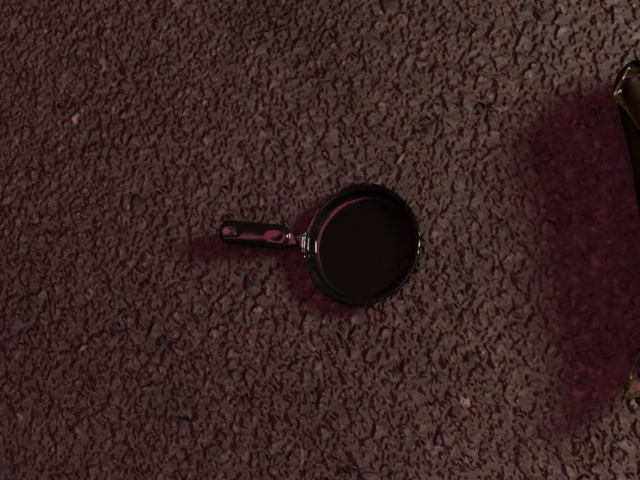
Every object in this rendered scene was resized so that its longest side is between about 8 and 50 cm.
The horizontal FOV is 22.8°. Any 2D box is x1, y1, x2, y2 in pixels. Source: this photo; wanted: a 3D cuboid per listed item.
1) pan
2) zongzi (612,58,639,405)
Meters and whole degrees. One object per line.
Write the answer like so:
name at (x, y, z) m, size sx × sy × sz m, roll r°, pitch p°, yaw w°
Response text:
pan at (0.000, 0.000, 1.756) m, size 0.235 × 0.028 × 0.136 m, roll 6°, pitch 81°, yaw 18°
zongzi at (0.334, -0.024, 1.592) m, size 0.289 × 0.123 × 0.260 m, roll -46°, pitch 63°, yaw 11°
